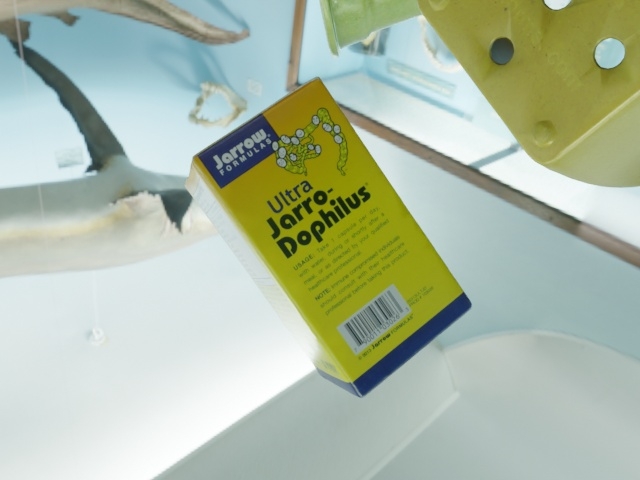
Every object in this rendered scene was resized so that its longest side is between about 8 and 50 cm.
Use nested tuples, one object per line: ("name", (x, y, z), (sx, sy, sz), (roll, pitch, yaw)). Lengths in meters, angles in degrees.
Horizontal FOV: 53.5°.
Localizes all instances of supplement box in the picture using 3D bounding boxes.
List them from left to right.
("supplement box", (0.000, 0.000, 0.860), (0.195, 0.356, 0.194), (-36, -174, -14))

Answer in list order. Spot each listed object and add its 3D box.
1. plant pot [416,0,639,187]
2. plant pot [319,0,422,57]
("plant pot", (0.192, -0.157, 0.406), (0.187, 0.212, 0.212), (-20, -108, -41))
("plant pot", (0.115, -0.393, 0.798), (0.254, 0.276, 0.276), (-9, -147, 6))
